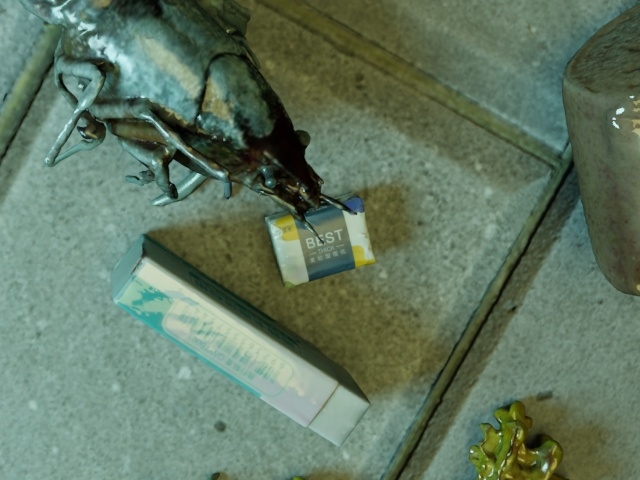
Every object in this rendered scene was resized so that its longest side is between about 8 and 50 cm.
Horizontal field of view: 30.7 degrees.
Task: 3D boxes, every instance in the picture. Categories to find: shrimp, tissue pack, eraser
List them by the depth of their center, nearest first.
[{"bbox_3d":[-0.147,-0.143,0.874,0.410,0.166,0.221,49,61,-21],"label":"shrimp"},{"bbox_3d":[-0.068,0.081,0.959,0.225,0.095,0.052,35,92,-16],"label":"eraser"},{"bbox_3d":[0.000,0.000,0.986,0.083,0.042,0.062,-15,106,-9],"label":"tissue pack"}]

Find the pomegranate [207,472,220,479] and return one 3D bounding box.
[{"bbox_3d":[-0.120,0.270,0.984,0.122,0.122,0.161,50,58,-16],"label":"pomegranate"}]

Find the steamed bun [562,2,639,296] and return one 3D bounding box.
[{"bbox_3d":[0.345,-0.104,0.971,0.301,0.199,0.251,-20,122,1],"label":"steamed bun"}]

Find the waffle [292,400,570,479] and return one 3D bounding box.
[{"bbox_3d":[0.109,0.299,1.056,0.293,0.069,0.259,-20,103,-7],"label":"waffle"}]
